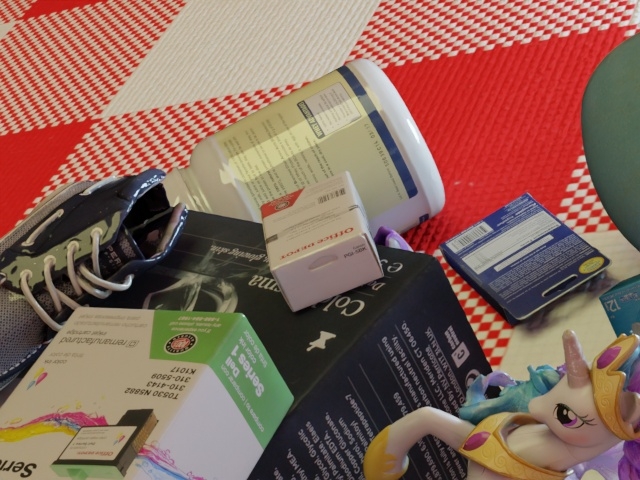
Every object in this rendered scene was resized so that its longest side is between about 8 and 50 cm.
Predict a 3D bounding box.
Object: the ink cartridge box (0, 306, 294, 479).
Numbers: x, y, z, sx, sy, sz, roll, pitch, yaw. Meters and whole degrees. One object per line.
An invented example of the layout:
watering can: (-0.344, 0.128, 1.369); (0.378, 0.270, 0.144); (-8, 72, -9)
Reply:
ink cartridge box: (-0.182, 0.192, 1.292); (0.201, 0.117, 0.278); (0, 42, 35)

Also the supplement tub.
supplement tub: (-0.026, -0.069, 2.019); (0.325, 0.235, 0.235); (-28, 30, -3)

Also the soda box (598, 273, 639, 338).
soda box: (0.397, 0.045, 1.567); (0.210, 0.067, 0.071); (-26, -1, 35)

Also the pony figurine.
pony figurine: (0.214, 0.239, 1.310); (0.363, 0.351, 0.303); (-34, 26, 35)

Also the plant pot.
plant pot: (0.422, -0.071, 1.653); (0.290, 0.290, 0.195); (-11, 43, 25)

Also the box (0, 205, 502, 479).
box: (-0.135, 0.233, 1.593); (0.480, 0.297, 0.472); (10, 48, 45)

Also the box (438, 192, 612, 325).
box: (0.250, 0.027, 1.858); (0.136, 0.036, 0.225); (-30, 29, -6)

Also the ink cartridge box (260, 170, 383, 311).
ink cartridge box: (0.000, 0.000, 1.503); (0.099, 0.056, 0.135); (-22, 29, 5)

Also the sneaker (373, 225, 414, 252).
sneaker: (0.021, 0.058, 1.920); (0.236, 0.104, 0.095); (-28, 32, 0)

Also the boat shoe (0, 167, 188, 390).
boat shoe: (-0.270, 0.038, 1.571); (0.158, 0.127, 0.340); (-13, 31, 37)
